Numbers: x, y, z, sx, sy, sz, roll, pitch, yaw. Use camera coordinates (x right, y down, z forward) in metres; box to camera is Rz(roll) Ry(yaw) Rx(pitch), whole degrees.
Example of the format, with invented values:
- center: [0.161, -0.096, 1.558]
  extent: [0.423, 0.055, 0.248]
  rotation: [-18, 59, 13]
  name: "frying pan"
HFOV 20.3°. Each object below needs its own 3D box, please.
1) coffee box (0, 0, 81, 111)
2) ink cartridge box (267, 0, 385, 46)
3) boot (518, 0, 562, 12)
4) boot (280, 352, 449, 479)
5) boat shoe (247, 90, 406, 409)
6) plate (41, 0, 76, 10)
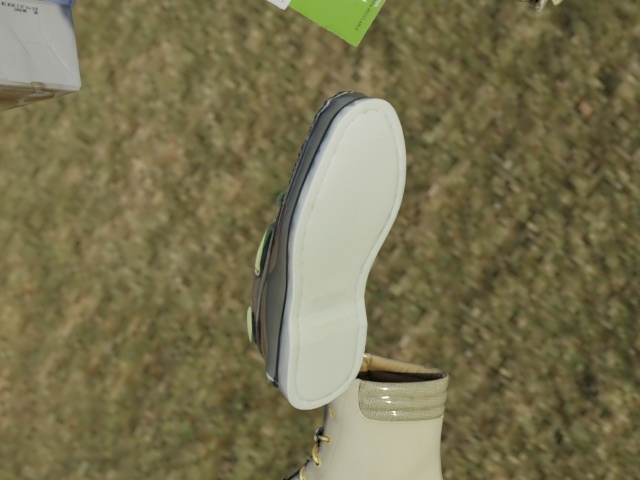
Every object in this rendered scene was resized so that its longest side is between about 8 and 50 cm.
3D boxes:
- center: [-0.396, -0.183, 1.895]
  extent: [0.246, 0.141, 0.098]
  rotation: [-11, 85, 31]
  name: "coffee box"
- center: [-0.005, -0.353, 2.057]
  extent: [0.189, 0.255, 0.097]
  rotation: [-59, 21, 8]
  name: "ink cartridge box"
- center: [0.142, -0.180, 0.847]
  extent: [0.165, 0.077, 0.213]
  rotation: [-50, 25, 6]
  name: "boot"
- center: [-0.003, 0.209, 1.744]
  extent: [0.262, 0.203, 0.095]
  rotation: [2, 19, 8]
  name: "boot"
- center: [-0.004, 0.001, 1.533]
  extent: [0.091, 0.109, 0.305]
  rotation: [44, 134, 42]
  name: "boat shoe"
- center: [-0.366, -0.441, 2.136]
  extent: [0.045, 0.277, 0.278]
  rotation: [-48, -6, -39]
  name: "plate"
